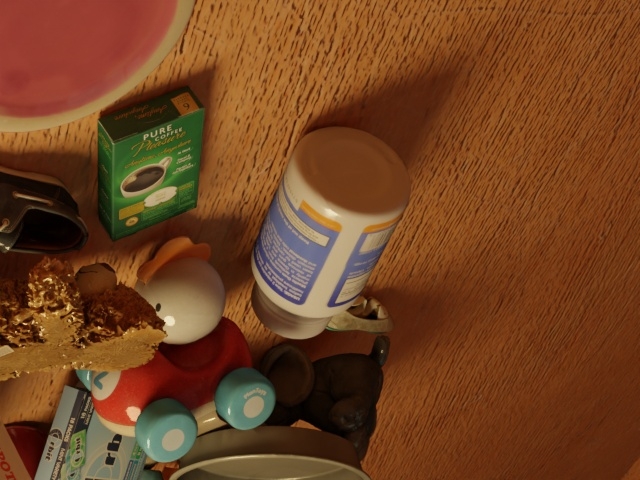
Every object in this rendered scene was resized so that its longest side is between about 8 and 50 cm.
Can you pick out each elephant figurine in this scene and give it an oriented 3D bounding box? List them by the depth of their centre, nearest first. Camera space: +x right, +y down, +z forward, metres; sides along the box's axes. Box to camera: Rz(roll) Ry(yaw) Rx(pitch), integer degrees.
[{"bbox_3d":[-0.036,0.236,2.162,0.186,0.239,0.169,-57,155,-56],"label":"elephant figurine"}]

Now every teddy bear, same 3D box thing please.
[{"bbox_3d":[-0.341,0.082,1.559,0.338,0.113,0.245,-9,154,-11],"label":"teddy bear"}]

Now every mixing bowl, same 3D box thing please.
[{"bbox_3d":[-0.419,0.345,1.905,0.181,0.098,0.181,-22,139,-21],"label":"mixing bowl"}]

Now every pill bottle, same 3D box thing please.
[{"bbox_3d":[0.000,0.000,1.788,0.152,0.152,0.272,-16,149,-33],"label":"pill bottle"}]

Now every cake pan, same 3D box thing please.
[{"bbox_3d":[-0.072,0.330,2.062,0.293,0.054,0.293,0,155,0],"label":"cake pan"}]

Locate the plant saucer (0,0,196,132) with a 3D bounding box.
[{"bbox_3d":[-0.235,-0.210,1.248,0.332,0.084,0.332,-27,153,-15],"label":"plant saucer"}]

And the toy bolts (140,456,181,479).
[{"bbox_3d":[-0.273,0.368,2.170,0.218,0.158,0.228,3,171,15],"label":"toy bolts"}]

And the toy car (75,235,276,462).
[{"bbox_3d":[-0.190,0.104,1.755,0.210,0.219,0.238,-19,121,-26],"label":"toy car"}]

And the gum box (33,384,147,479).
[{"bbox_3d":[-0.298,0.283,1.917,0.184,0.041,0.157,24,83,-61],"label":"gum box"}]

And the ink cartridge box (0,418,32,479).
[{"bbox_3d":[-0.508,0.288,1.636,0.270,0.198,0.197,-4,140,-45],"label":"ink cartridge box"}]

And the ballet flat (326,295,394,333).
[{"bbox_3d":[0.066,0.110,2.157,0.168,0.057,0.052,3,123,-52],"label":"ballet flat"}]

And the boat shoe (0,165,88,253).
[{"bbox_3d":[-0.335,-0.027,1.446,0.233,0.079,0.084,6,135,-50],"label":"boat shoe"}]

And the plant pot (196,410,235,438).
[{"bbox_3d":[-0.183,0.235,2.031,0.096,0.109,0.109,-24,155,8],"label":"plant pot"}]

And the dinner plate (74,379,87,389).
[{"bbox_3d":[-0.276,0.196,1.953,0.141,0.017,0.141,-26,153,-14],"label":"dinner plate"}]

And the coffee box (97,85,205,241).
[{"bbox_3d":[-0.186,-0.082,1.562,0.113,0.040,0.184,-24,152,-21],"label":"coffee box"}]
